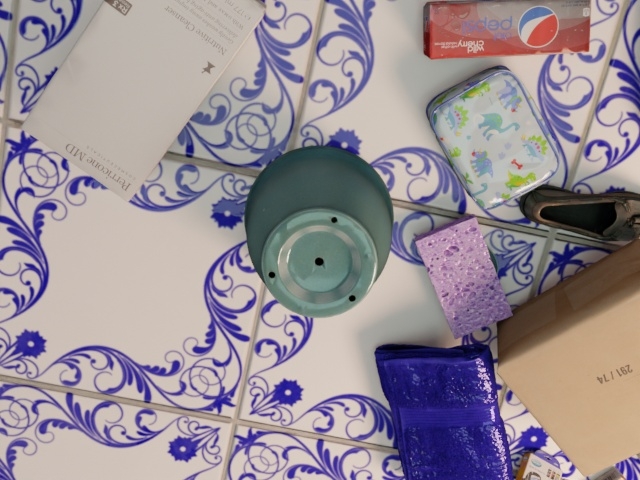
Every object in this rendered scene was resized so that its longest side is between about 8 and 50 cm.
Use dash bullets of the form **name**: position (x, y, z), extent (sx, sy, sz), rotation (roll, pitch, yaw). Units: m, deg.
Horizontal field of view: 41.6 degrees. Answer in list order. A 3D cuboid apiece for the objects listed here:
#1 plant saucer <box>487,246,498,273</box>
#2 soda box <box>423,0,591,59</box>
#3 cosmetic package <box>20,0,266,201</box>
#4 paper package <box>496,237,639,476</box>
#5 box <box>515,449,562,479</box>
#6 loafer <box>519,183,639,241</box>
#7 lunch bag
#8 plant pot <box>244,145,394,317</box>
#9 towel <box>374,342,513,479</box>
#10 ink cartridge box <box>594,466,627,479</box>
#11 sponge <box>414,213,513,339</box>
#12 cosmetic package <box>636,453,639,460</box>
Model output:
- **plant saucer**: position (0.266, 0.053, 1.553), extent (0.119, 0.021, 0.119), rotation (0, 108, -1)
- **soda box**: position (0.303, -0.350, 1.387), extent (0.263, 0.083, 0.092), rotation (-2, 108, 1)
- **cosmetic package**: position (-0.281, -0.283, 1.367), extent (0.217, 0.156, 0.385), rotation (34, 104, -13)
- **paper package**: position (0.521, 0.212, 1.496), extent (0.325, 0.168, 0.309), rotation (-34, 105, 23)
- **box**: position (0.425, 0.486, 1.665), extent (0.081, 0.028, 0.136), rotation (31, 66, -10)
- **loafer**: position (0.490, -0.039, 1.491), extent (0.267, 0.084, 0.096), rotation (7, 108, -3)
- **lunch bag**: position (0.298, -0.176, 1.441), extent (0.176, 0.090, 0.219), rotation (-30, 106, 10)
- **plant pot**: position (0.000, 0.000, 1.411), extent (0.271, 0.255, 0.272), rotation (0, 108, -1)
- **towel**: position (0.229, 0.340, 1.578), extent (0.227, 0.076, 0.308), rotation (-5, 110, 29)
- **ink cartridge box**: position (0.595, 0.568, 1.715), extent (0.145, 0.045, 0.179), rotation (-38, 102, 12)
- **sponge**: position (0.260, 0.067, 1.528), extent (0.117, 0.031, 0.210), rotation (-22, 107, 7)
- **cosmetic package**: position (0.768, 0.458, 1.622), extent (0.197, 0.155, 0.365), rotation (-38, 106, 14)
